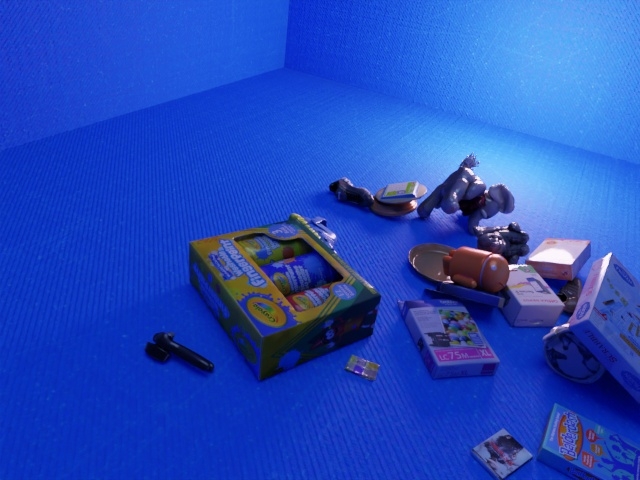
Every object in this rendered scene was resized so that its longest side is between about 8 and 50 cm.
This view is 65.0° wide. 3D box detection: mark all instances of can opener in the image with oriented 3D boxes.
[{"bbox_3d":[-0.347,0.282,1.258,0.186,0.073,0.059,20,-4,12],"label":"can opener"}]

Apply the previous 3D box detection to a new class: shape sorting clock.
[{"bbox_3d":[0.325,-0.191,2.032,0.207,0.040,0.206,-12,23,5],"label":"shape sorting clock"}]

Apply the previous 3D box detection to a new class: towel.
[{"bbox_3d":[0.110,0.332,1.313,0.084,0.009,0.060,18,35,15],"label":"towel"}]

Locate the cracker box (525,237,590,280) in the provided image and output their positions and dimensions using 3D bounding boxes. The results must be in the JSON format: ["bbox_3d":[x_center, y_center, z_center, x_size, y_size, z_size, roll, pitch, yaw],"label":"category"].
[{"bbox_3d":[0.854,0.064,1.801,0.156,0.067,0.232,6,23,42],"label":"cracker box"}]

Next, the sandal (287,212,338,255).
[{"bbox_3d":[0.000,0.000,1.707,0.138,0.126,0.317,-4,36,-25],"label":"sandal"}]

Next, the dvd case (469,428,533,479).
[{"bbox_3d":[0.411,0.486,1.140,0.120,0.013,0.087,-15,39,-31],"label":"dvd case"}]

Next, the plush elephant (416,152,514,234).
[{"bbox_3d":[0.593,-0.150,1.988,0.255,0.272,0.330,43,71,-10],"label":"plush elephant"}]

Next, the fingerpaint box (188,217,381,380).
[{"bbox_3d":[-0.115,0.132,1.429,0.372,0.163,0.445,-14,39,-31],"label":"fingerpaint box"}]

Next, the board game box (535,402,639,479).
[{"bbox_3d":[0.623,0.488,1.153,0.211,0.047,0.160,23,35,23],"label":"board game box"}]

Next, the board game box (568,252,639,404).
[{"bbox_3d":[0.820,0.240,1.323,0.318,0.066,0.318,48,49,2],"label":"board game box"}]

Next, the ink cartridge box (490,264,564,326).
[{"bbox_3d":[0.645,0.173,1.607,0.155,0.093,0.212,2,35,-11],"label":"ink cartridge box"}]

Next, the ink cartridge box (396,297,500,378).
[{"bbox_3d":[0.355,0.256,1.444,0.186,0.065,0.311,0,32,-14],"label":"ink cartridge box"}]

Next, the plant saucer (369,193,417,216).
[{"bbox_3d":[0.296,-0.159,2.061,0.200,0.037,0.200,-2,30,1],"label":"plant saucer"}]

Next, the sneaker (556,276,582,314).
[{"bbox_3d":[0.825,0.172,1.672,0.071,0.066,0.188,16,33,14],"label":"sneaker"}]

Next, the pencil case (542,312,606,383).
[{"bbox_3d":[0.798,0.249,1.457,0.411,0.159,0.183,-24,58,-40],"label":"pencil case"}]

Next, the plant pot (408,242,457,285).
[{"bbox_3d":[0.419,0.086,1.745,0.237,0.032,0.236,6,33,-4],"label":"plant pot"}]

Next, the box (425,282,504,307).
[{"bbox_3d":[0.441,0.164,1.562,0.226,0.036,0.136,13,-3,9],"label":"box"}]

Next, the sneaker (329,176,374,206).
[{"bbox_3d":[0.118,-0.188,2.066,0.106,0.078,0.234,-18,37,-31],"label":"sneaker"}]

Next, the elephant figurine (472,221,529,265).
[{"bbox_3d":[0.608,0.008,1.780,0.240,0.186,0.169,-2,55,-31],"label":"elephant figurine"}]

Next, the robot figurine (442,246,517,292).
[{"bbox_3d":[0.496,0.090,1.582,0.220,0.128,0.158,16,1,42],"label":"robot figurine"}]
